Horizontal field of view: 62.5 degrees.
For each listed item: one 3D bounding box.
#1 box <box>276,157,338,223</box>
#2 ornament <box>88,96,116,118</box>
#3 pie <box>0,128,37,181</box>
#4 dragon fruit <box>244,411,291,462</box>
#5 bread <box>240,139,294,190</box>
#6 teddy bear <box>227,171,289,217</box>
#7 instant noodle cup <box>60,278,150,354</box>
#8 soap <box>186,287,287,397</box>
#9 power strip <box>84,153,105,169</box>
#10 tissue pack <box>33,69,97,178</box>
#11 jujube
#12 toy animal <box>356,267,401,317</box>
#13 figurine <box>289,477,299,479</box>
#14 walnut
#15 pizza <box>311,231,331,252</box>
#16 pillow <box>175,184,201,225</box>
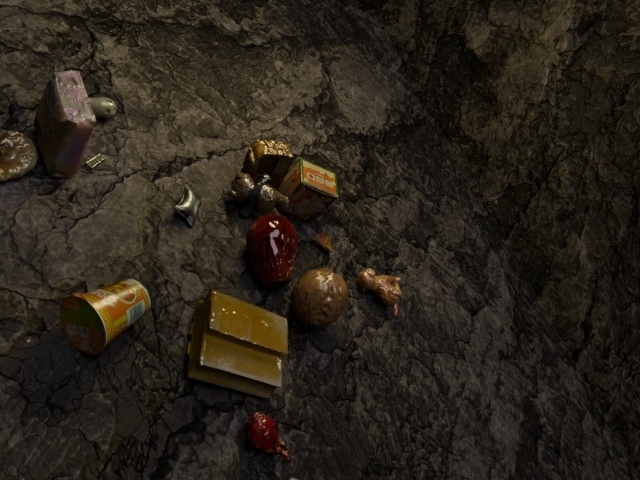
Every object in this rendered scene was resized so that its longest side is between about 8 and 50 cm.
[{"bbox_3d":[-0.057,-0.193,2.113,0.177,0.195,0.148,20,47,-30],"label":"box"},{"bbox_3d":[-0.781,-0.461,1.802,0.156,0.081,0.075,10,15,-34],"label":"ornament"},{"bbox_3d":[-0.932,-0.245,1.505,0.218,0.052,0.185,7,59,-35],"label":"pie"},{"bbox_3d":[-0.152,0.568,1.494,0.190,0.094,0.094,61,35,-21],"label":"dragon fruit"},{"bbox_3d":[-0.214,-0.283,2.035,0.181,0.222,0.096,-4,55,-31],"label":"bread"},{"bbox_3d":[-0.217,-0.159,1.962,0.251,0.129,0.182,29,71,-20],"label":"teddy bear"},{"bbox_3d":[-0.560,0.186,1.404,0.168,0.168,0.185,49,31,3],"label":"instant noodle cup"},{"bbox_3d":[-0.247,0.313,1.583,0.281,0.143,0.259,26,46,-31],"label":"soap"},{"bbox_3d":[-0.732,-0.258,1.716,0.027,0.017,0.083,41,42,-10],"label":"power strip"},{"bbox_3d":[-0.767,-0.345,1.571,0.123,0.256,0.215,-8,63,-41],"label":"tissue pack"},{"bbox_3d":[-0.166,0.038,1.851,0.190,0.190,0.255,6,61,-38],"label":"jujube"},{"bbox_3d":[0.231,0.203,2.113,0.185,0.104,0.184,26,43,-28],"label":"toy animal"},{"bbox_3d":[-0.077,0.721,1.380,0.208,0.128,0.184,16,35,22],"label":"figurine"},{"bbox_3d":[-0.001,0.194,1.833,0.213,0.213,0.213,23,45,-26],"label":"walnut"},{"bbox_3d":[0.010,0.000,2.148,0.100,0.029,0.099,38,32,-14],"label":"pizza"},{"bbox_3d":[-0.452,-0.122,1.818,0.091,0.055,0.135,32,44,-21],"label":"pillow"}]
